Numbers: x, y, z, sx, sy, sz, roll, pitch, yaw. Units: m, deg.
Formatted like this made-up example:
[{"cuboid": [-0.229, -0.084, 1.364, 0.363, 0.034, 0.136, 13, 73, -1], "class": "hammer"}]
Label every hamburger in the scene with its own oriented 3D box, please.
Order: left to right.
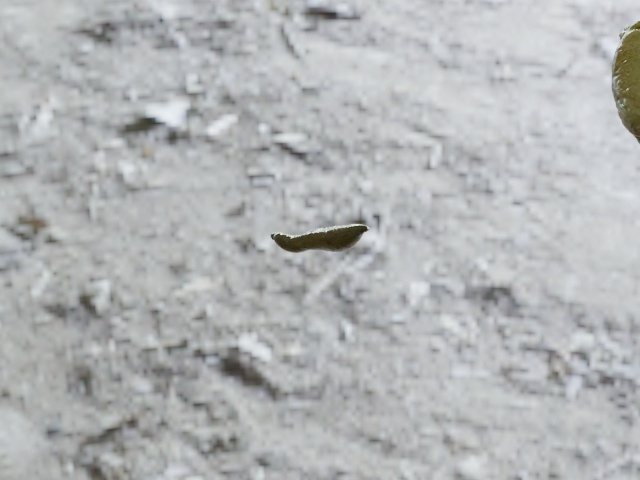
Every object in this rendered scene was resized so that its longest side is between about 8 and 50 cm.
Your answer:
[{"cuboid": [0.307, -0.129, 1.406, 0.138, 0.083, 0.147, -14, 57, 23], "class": "hamburger"}]

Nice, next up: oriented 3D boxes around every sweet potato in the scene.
[{"cuboid": [0.000, 0.000, 1.582, 0.115, 0.026, 0.026, -7, 24, 39], "class": "sweet potato"}]
